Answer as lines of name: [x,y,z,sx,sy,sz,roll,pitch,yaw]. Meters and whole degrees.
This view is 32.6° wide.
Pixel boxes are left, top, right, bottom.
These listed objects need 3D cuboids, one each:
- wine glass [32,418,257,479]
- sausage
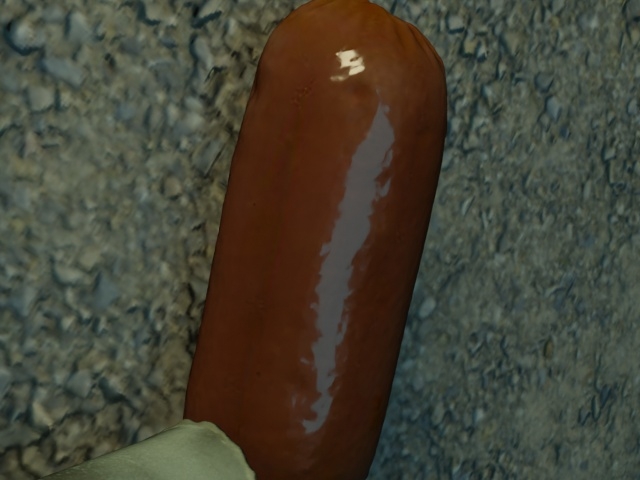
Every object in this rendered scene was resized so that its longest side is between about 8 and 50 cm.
wine glass: [-0.154,0.115,0.456,0.232,0.156,0.156,30,80,-38]
sausage: [0.000,0.000,0.582,0.114,0.114,0.259,9,94,-39]
